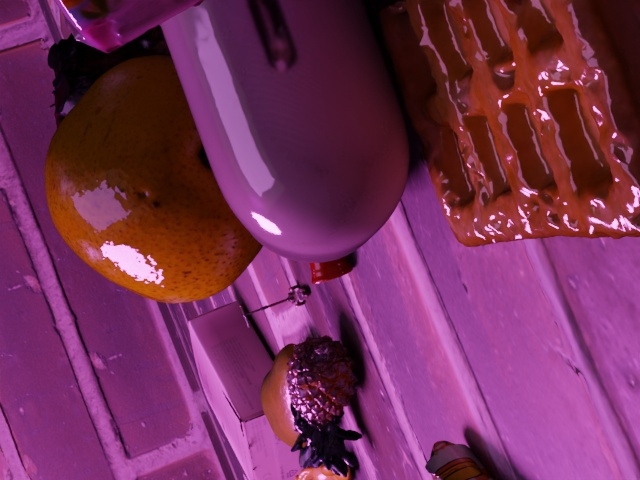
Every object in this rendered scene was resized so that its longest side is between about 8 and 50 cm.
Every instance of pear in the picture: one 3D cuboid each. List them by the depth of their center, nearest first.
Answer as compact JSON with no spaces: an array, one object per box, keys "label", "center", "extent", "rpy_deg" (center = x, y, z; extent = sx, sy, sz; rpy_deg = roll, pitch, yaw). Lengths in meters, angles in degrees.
[{"label":"pear","center":[-0.178,-0.070,1.344],"extent":[0.294,0.294,0.294],"rpy_deg":[159,90,-76]}]

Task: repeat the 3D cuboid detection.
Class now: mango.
[{"label":"mango","center":[-0.031,0.219,1.562],"extent":[0.191,0.086,0.122],"rpy_deg":[102,148,-66]}]

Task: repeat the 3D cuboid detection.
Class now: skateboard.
[{"label":"skateboard","center":[-0.057,0.081,1.468],"extent":[0.064,0.083,0.032],"rpy_deg":[154,96,-75]}]

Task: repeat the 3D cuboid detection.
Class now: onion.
[{"label":"onion","center":[-0.265,-0.198,1.599],"extent":[0.281,0.221,0.280],"rpy_deg":[-11,77,57]}]

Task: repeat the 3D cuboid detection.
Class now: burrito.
[{"label":"burrito","center":[0.167,0.275,0.979],"extent":[0.288,0.054,0.104],"rpy_deg":[-137,30,-60]}]

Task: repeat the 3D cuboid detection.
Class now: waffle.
[{"label":"waffle","center":[0.117,-0.083,0.662],"extent":[0.274,0.057,0.168],"rpy_deg":[175,74,-75]}]

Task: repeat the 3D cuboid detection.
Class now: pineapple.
[{"label":"pineapple","center":[0.005,0.197,1.393],"extent":[0.103,0.083,0.221],"rpy_deg":[27,143,24]}]

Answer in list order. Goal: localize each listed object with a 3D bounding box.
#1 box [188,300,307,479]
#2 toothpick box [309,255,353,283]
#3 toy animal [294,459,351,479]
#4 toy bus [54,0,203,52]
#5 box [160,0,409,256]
[{"label":"box","center":[-0.122,0.260,1.909],"extent":[0.251,0.106,0.203],"rpy_deg":[54,160,43]},{"label":"toothpick box","center":[0.000,0.000,1.222],"extent":[0.047,0.047,0.083],"rpy_deg":[180,70,-75]},{"label":"toy animal","center":[0.017,0.331,1.612],"extent":[0.159,0.083,0.070],"rpy_deg":[113,162,-55]},{"label":"toy bus","center":[-0.033,-0.211,0.612],"extent":[0.090,0.274,0.112],"rpy_deg":[59,175,29]},{"label":"box","center":[-0.031,-0.124,0.884],"extent":[0.349,0.141,0.288],"rpy_deg":[110,139,-87]}]
